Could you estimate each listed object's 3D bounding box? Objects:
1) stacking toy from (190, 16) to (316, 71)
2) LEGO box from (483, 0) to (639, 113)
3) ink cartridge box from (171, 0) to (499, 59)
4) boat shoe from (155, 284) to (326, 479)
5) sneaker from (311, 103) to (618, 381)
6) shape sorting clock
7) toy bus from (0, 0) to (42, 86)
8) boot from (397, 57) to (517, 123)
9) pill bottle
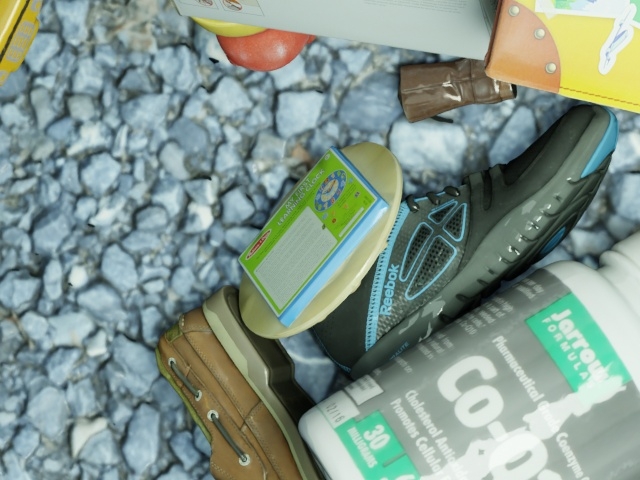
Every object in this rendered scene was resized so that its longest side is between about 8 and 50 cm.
[{"bbox_3d":[0.030,-0.296,1.667,0.309,0.130,0.280,-8,59,12],"label":"stacking toy"},{"bbox_3d":[0.306,-0.357,1.392,0.193,0.372,0.500,14,101,15],"label":"LEGO box"},{"bbox_3d":[0.039,-0.316,1.521,0.309,0.130,0.272,11,64,23],"label":"ink cartridge box"},{"bbox_3d":[-0.046,0.195,1.648,0.104,0.110,0.307,-36,69,15],"label":"boat shoe"},{"bbox_3d":[0.124,-0.009,1.593,0.341,0.125,0.139,-46,72,7],"label":"sneaker"},{"bbox_3d":[0.000,0.000,1.610,0.206,0.040,0.206,-33,38,31],"label":"shape sorting clock"},{"bbox_3d":[-0.423,-0.263,1.751,0.332,0.130,0.108,28,94,15],"label":"toy bus"},{"bbox_3d":[0.119,-0.170,1.648,0.114,0.037,0.106,-10,83,20],"label":"boot"},{"bbox_3d":[0.181,0.144,1.496,0.361,0.204,0.204,-31,80,-5],"label":"pill bottle"}]
